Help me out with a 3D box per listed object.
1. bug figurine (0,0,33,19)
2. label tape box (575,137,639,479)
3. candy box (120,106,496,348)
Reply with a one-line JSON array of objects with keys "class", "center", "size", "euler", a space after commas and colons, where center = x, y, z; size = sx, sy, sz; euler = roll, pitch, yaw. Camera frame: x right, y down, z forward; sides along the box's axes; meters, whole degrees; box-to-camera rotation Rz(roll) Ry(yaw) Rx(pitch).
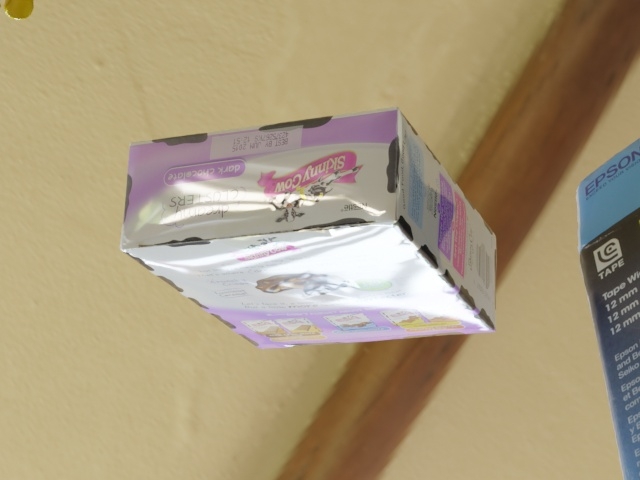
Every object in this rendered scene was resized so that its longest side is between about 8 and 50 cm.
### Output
[{"class": "bug figurine", "center": [-0.129, -0.222, 0.555], "size": [0.216, 0.072, 0.279], "euler": [5, -60, -37]}, {"class": "label tape box", "center": [0.284, 0.039, 0.901], "size": [0.249, 0.347, 0.115], "euler": [-36, -59, 26]}, {"class": "candy box", "center": [0.000, 0.000, 0.959], "size": [0.196, 0.165, 0.070], "euler": [44, -136, -60]}]
